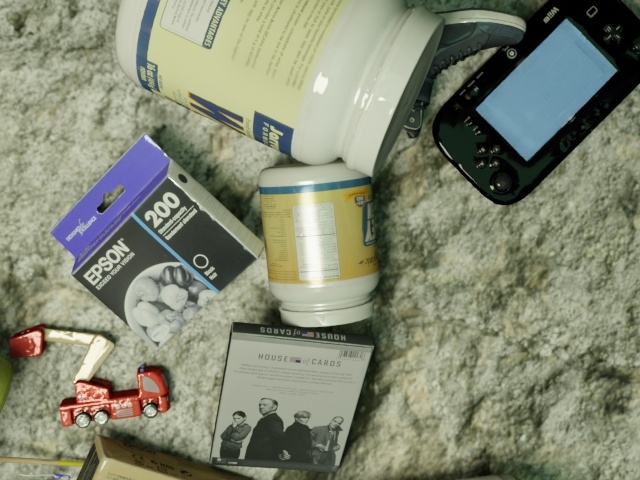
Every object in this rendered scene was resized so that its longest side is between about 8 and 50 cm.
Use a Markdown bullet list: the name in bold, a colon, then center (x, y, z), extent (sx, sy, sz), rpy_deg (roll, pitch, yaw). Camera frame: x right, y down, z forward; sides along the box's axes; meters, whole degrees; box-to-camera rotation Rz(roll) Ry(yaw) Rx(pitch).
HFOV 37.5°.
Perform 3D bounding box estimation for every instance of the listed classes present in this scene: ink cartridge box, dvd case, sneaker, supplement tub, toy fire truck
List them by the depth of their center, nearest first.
- **supplement tub**: center (-0.044, -0.230, 1.093), extent (0.324, 0.235, 0.235), rpy_deg (25, 92, 7)
- **ink cartridge box**: center (-0.214, 0.006, 1.185), extent (0.208, 0.045, 0.206), rpy_deg (44, 114, -10)
- **supplement tub**: center (0.000, 0.000, 1.204), extent (0.144, 0.144, 0.200), rpy_deg (-7, 97, -8)
- **ink cartridge box**: center (-0.214, 0.381, 1.218), extent (0.234, 0.088, 0.193), rpy_deg (24, 93, -23)
- **dvd case**: center (-0.042, 0.209, 1.220), extent (0.179, 0.030, 0.239), rpy_deg (7, 125, -9)
- **toy fire truck**: center (-0.297, 0.171, 1.225), extent (0.192, 0.047, 0.135), rpy_deg (-7, 96, -9)
- **sneaker**: center (0.156, -0.215, 1.227), extent (0.226, 0.086, 0.163), rpy_deg (-2, 86, 1)

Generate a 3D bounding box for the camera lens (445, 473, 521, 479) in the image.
- **camera lens**: center (0.160, 0.428, 1.234), extent (0.274, 0.219, 0.219), rpy_deg (-4, 96, -8)

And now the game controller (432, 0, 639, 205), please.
- **game controller**: center (0.301, -0.201, 1.269), extent (0.319, 0.067, 0.166), rpy_deg (-45, 100, -3)

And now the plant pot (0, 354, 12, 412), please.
- **plant pot**: center (-0.560, 0.159, 1.054), extent (0.353, 0.366, 0.366), rpy_deg (35, 90, -22)

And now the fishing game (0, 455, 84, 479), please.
- **fishing game**: center (-0.379, 0.410, 1.227), extent (0.189, 0.041, 0.264), rpy_deg (15, 94, -24)
